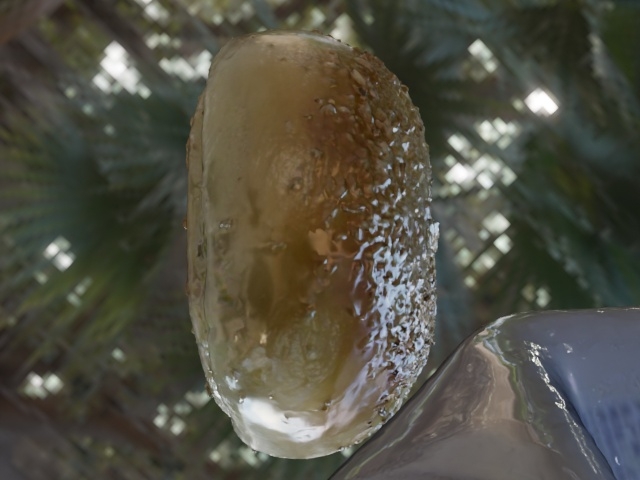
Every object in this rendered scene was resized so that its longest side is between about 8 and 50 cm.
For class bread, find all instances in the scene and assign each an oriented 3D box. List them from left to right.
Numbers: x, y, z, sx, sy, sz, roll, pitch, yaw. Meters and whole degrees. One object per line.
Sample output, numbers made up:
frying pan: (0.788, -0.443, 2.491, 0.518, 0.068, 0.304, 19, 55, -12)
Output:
bread: (0.000, 0.000, 1.268, 0.159, 0.305, 0.305, -4, -151, 4)

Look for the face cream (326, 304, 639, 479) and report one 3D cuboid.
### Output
face cream: (0.127, 0.118, 0.571, 0.137, 0.234, 0.420, -29, 165, 35)
